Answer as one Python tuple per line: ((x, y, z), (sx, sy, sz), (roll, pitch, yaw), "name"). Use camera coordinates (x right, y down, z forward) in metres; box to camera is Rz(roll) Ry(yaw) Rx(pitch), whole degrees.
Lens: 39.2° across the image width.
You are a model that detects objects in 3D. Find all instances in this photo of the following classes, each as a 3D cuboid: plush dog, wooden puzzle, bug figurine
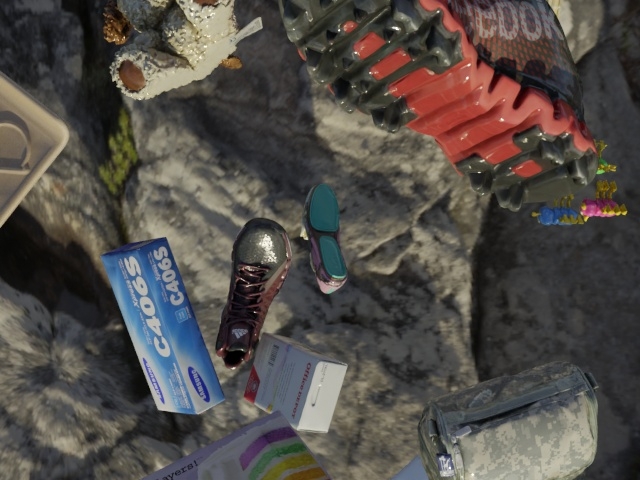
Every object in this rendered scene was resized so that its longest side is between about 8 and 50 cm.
((-0.245, -0.380, 1.486), (0.262, 0.211, 0.225), (-45, 73, 22), "plush dog")
((-0.661, -0.153, 1.655), (0.322, 0.080, 0.347), (37, 91, 14), "wooden puzzle")
((0.529, -0.123, 1.909), (0.216, 0.072, 0.279), (4, 53, -11), "bug figurine")

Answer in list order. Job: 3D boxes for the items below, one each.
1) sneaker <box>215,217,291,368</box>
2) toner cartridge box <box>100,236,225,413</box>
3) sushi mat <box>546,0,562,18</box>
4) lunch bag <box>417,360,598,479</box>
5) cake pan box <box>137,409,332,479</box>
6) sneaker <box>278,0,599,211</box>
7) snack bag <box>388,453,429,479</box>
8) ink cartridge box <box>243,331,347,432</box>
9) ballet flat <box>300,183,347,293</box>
((-0.120, 0.110, 1.559), (0.106, 0.162, 0.281), (12, 123, -3), "sneaker")
((-0.318, 0.173, 1.802), (0.075, 0.165, 0.347), (-25, 100, -36), "toner cartridge box")
((0.183, -0.247, 0.914), (0.019, 0.151, 0.316), (-5, 109, -35), "sushi mat")
((0.327, 0.343, 1.590), (0.305, 0.256, 0.212), (-16, 51, -9), "lunch bag")
((-0.109, 0.313, 0.945), (0.267, 0.246, 0.070), (-24, 113, -13), "cake pan box")
((0.081, -0.129, 0.580), (0.276, 0.098, 0.135), (27, 56, -37), "sneaker")
((0.193, 0.661, 1.877), (0.037, 0.342, 0.323), (18, 34, -47), "snack bag")
((-0.046, 0.249, 1.579), (0.072, 0.175, 0.127), (17, 90, -39), "ink cartridge box")
((0.000, 0.000, 1.686), (0.077, 0.079, 0.221), (8, 55, -29), "ballet flat")
